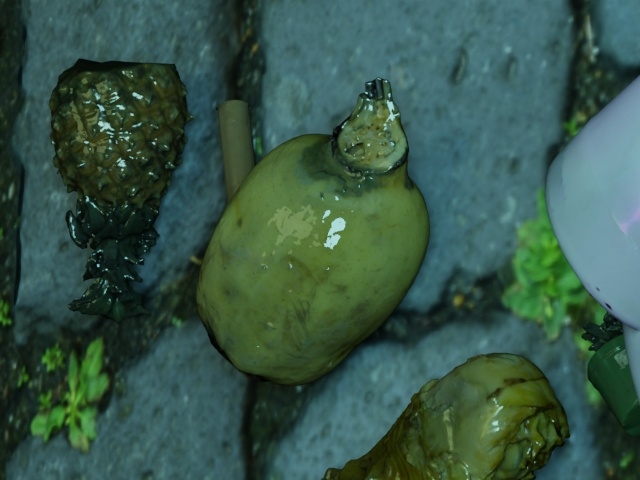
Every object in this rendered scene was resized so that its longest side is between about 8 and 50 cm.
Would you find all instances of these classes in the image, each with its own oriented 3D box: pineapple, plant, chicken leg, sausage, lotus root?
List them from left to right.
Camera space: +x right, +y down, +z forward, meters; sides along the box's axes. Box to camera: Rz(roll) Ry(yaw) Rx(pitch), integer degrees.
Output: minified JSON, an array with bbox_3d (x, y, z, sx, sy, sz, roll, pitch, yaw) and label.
[{"bbox_3d":[-0.149,-0.036,1.286,0.108,0.108,0.198,4,94,43],"label":"pineapple"},{"bbox_3d":[-0.056,-0.045,1.241,0.026,0.026,0.116,-25,64,36],"label":"sausage"},{"bbox_3d":[0.000,0.000,1.112,0.221,0.125,0.118,-56,23,24],"label":"lotus root"},{"bbox_3d":[0.068,0.139,1.048,0.207,0.085,0.101,-34,69,42],"label":"chicken leg"},{"bbox_3d":[0.172,0.060,0.988,0.051,0.051,0.102,-43,43,27],"label":"plant"}]

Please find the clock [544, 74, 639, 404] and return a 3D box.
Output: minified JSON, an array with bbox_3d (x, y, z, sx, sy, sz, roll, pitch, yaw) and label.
[{"bbox_3d":[0.258,0.078,0.732,0.113,0.295,0.322,-46,51,36],"label":"clock"}]
